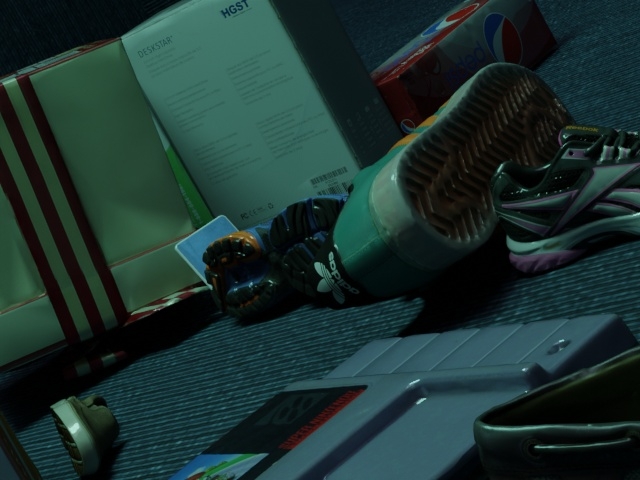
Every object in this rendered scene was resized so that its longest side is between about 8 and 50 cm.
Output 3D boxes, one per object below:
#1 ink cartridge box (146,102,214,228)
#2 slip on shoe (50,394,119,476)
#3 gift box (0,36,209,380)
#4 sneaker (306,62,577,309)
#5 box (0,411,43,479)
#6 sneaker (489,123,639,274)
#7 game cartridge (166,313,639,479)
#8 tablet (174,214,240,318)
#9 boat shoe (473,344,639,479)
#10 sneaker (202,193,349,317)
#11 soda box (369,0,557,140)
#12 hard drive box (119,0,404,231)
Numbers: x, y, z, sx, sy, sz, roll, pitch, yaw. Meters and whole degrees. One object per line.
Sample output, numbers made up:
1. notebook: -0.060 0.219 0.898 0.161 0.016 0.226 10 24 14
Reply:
1. ink cartridge box: -0.254 -0.050 1.961 0.289 0.211 0.121 -26 13 20
2. slip on shoe: -0.164 0.135 1.358 0.041 0.051 0.135 -19 3 -11
3. gift box: -0.223 -0.024 1.659 0.276 0.258 0.255 -21 10 -8
4. sneaker: 0.086 -0.038 1.337 0.121 0.108 0.302 -35 -2 34
5. box: -0.283 0.138 1.195 0.168 0.215 0.345 -31 12 -9
6. sneaker: 0.183 -0.042 1.195 0.178 0.077 0.072 -24 13 23
7. game cartridge: -0.028 0.150 0.932 0.355 0.068 0.230 -36 17 -31
8. tablet: -0.074 0.021 1.553 0.054 0.083 0.006 -35 -19 -26
9. boat shoe: 0.156 0.052 0.691 0.223 0.073 0.080 -29 17 24
10. sneaker: 0.000 0.000 1.464 0.087 0.083 0.221 -28 12 -39
11. soda box: 0.125 -0.162 1.840 0.092 0.083 0.263 -20 15 41
12. hard drive box: -0.050 -0.126 1.734 0.181 0.232 0.089 -20 15 36
